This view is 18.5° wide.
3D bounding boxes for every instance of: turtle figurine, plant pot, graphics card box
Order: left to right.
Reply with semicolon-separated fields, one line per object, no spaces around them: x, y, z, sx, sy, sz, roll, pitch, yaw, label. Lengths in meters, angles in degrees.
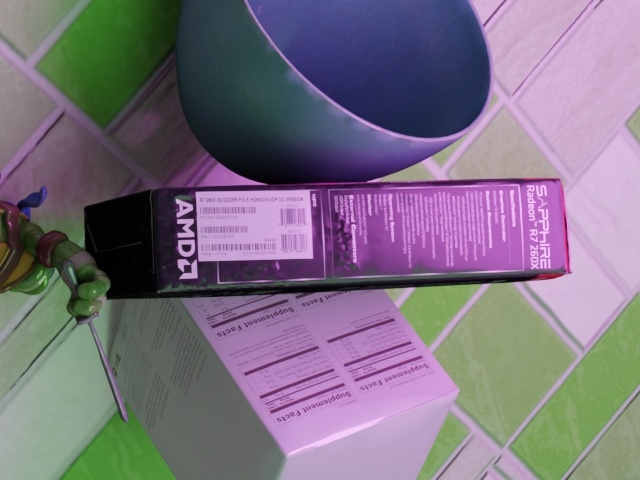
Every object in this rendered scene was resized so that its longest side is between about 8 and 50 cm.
-0.287;0.060;1.636;0.266;0.198;0.274;32;68;-62;turtle figurine
-0.017;-0.158;1.768;0.290;0.290;0.195;4;146;-41;plant pot
0.000;0.000;1.704;0.371;0.233;0.094;-3;89;-20;graphics card box

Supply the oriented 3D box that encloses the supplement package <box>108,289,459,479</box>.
-0.042;0.132;1.867;0.198;0.262;0.199;-18;147;-31;supplement package
